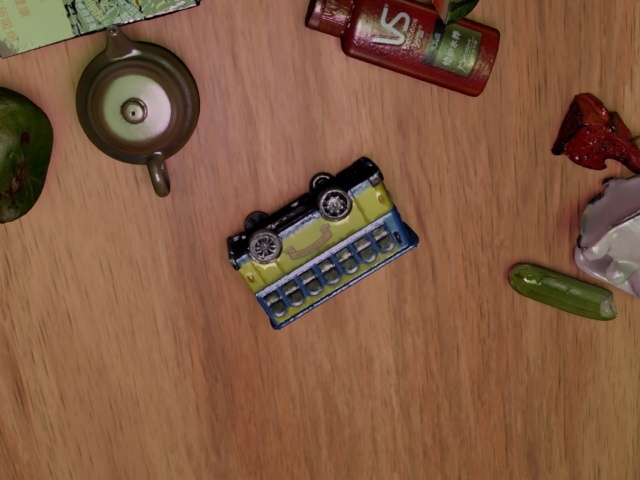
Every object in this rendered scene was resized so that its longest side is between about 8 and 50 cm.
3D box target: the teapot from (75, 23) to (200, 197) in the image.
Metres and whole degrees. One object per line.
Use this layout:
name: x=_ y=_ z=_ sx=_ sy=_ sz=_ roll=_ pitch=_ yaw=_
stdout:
teapot: x=-0.273 y=-0.192 z=1.121 sx=0.185 sy=0.175 sz=0.268 roll=-15 pitch=109 yaw=-2

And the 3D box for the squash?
squash: x=0.460 y=0.098 z=1.389 sx=0.238 sy=0.069 sz=0.069 roll=19 pitch=104 yaw=-14

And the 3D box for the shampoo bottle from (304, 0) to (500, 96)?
shampoo bottle: x=0.133 y=-0.331 z=1.194 sx=0.314 sy=0.076 sz=0.118 roll=15 pitch=103 yaw=-14

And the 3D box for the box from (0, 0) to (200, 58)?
box: x=-0.350 y=-0.404 z=1.087 sx=0.310 sy=0.084 sz=0.198 roll=-17 pitch=109 yaw=-4

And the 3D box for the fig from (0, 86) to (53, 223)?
fig: x=-0.526 y=-0.145 z=1.093 sx=0.235 sy=0.203 sz=0.203 roll=19 pitch=104 yaw=6

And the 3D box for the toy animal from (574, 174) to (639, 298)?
toy animal: x=0.587 y=0.009 z=1.333 sx=0.249 sy=0.174 sz=0.289 roll=-12 pitch=123 yaw=15

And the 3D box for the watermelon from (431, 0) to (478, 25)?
watermelon: x=0.197 y=-0.406 z=1.156 sx=0.094 sy=0.125 sz=0.135 roll=15 pitch=96 yaw=32

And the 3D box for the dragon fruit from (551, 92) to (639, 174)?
dragon fruit: x=0.512 y=-0.162 z=1.302 sx=0.192 sy=0.092 sz=0.122 roll=30 pitch=101 yaw=-17

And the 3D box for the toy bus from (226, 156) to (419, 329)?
toy bus: x=0.000 y=0.000 z=1.245 sx=0.287 sy=0.138 sz=0.175 roll=-31 pitch=109 yaw=1
